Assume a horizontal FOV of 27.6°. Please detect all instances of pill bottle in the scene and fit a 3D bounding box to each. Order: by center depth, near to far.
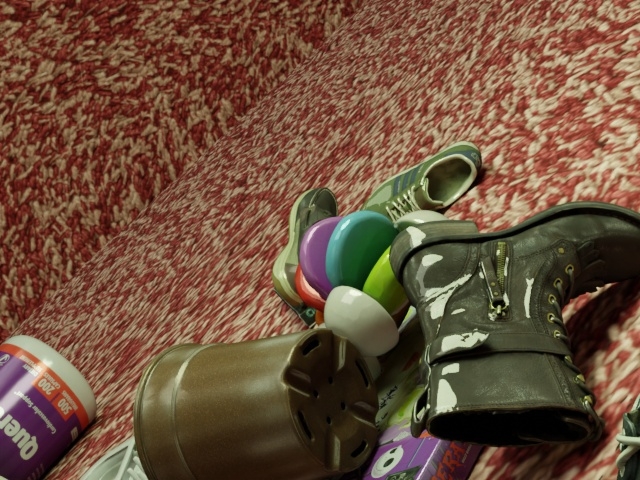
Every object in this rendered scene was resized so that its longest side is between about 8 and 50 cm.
[{"bbox_3d":[-0.494,0.305,1.923,0.323,0.181,0.181,-49,17,-29],"label":"pill bottle"}]

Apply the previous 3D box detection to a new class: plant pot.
[{"bbox_3d":[-0.048,0.156,1.147,0.165,0.167,0.167,-18,25,37],"label":"plant pot"}]

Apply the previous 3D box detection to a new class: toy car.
[{"bbox_3d":[0.040,0.038,1.233,0.159,0.136,0.182,-46,-12,-26],"label":"toy car"}]

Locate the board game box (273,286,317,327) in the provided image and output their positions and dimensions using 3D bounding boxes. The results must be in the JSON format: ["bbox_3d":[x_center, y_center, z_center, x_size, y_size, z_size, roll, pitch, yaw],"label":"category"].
[{"bbox_3d":[0.006,0.050,1.737,0.126,0.026,0.186,-41,14,-4],"label":"board game box"}]

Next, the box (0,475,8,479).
[{"bbox_3d":[-0.501,0.426,1.611,0.148,0.121,0.311,-65,-4,37],"label":"box"}]

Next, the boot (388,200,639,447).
[{"bbox_3d":[0.183,0.076,1.059,0.263,0.091,0.229,-6,40,-7],"label":"boot"}]

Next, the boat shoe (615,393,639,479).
[{"bbox_3d":[0.233,0.122,0.822,0.114,0.091,0.302,-24,22,48],"label":"boat shoe"}]

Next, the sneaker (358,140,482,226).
[{"bbox_3d":[0.126,-0.061,1.680,0.192,0.064,0.086,-35,10,8],"label":"sneaker"}]

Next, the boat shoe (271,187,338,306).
[{"bbox_3d":[-0.001,0.000,1.706,0.073,0.080,0.223,-26,25,29],"label":"boat shoe"}]

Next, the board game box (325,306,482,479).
[{"bbox_3d":[0.092,0.146,1.203,0.208,0.056,0.347,-20,24,44],"label":"board game box"}]

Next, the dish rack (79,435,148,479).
[{"bbox_3d":[-0.159,0.273,1.401,0.333,0.072,0.285,-34,15,22],"label":"dish rack"}]
